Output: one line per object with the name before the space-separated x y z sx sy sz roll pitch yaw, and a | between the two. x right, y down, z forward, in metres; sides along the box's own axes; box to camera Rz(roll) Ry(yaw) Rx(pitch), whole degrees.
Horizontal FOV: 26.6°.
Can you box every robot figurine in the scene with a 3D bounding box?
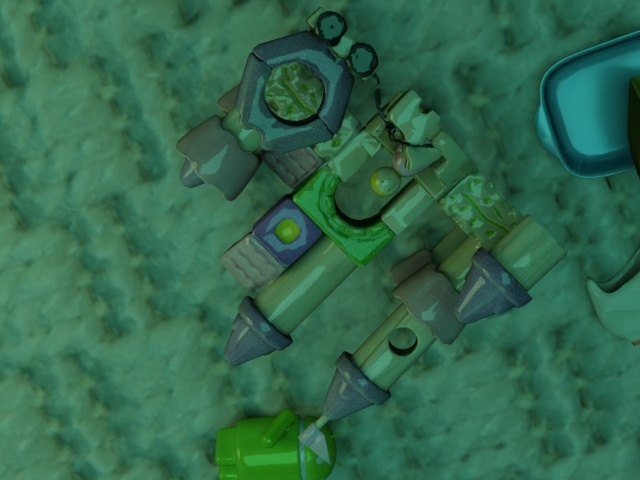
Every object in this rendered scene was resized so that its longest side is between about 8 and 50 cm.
robot figurine | -0.038 0.195 1.249 0.115 0.067 0.101 -3 130 3

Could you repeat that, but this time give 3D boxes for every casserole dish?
casserole dish | 0.277 -0.126 1.177 0.188 0.037 0.114 -18 102 7

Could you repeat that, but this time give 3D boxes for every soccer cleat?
soccer cleat | 0.329 0.018 1.195 0.196 0.068 0.076 -32 97 12

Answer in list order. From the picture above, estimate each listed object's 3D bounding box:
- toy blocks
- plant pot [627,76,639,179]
toy blocks | 0.000 0.000 1.078 0.260 0.309 0.288 -44 97 5
plant pot | 0.299 -0.082 1.130 0.082 0.081 0.083 4 116 1
